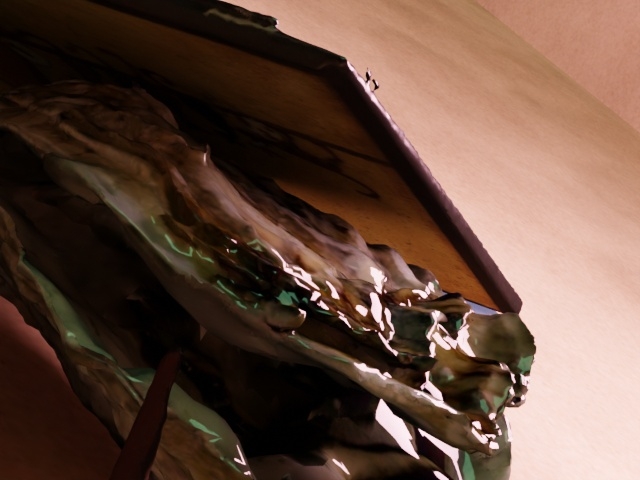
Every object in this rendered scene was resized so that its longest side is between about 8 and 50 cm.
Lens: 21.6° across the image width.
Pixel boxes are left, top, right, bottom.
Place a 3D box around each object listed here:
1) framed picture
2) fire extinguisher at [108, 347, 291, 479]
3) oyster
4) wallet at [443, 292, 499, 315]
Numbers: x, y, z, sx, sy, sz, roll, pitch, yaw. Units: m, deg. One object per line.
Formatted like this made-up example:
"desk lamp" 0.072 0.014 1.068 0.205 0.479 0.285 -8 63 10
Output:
"framed picture" -0.067 -0.048 0.591 0.255 0.014 0.339 20 -6 17
"fire extinguisher" -0.093 0.073 0.301 0.252 0.106 0.075 14 36 -52
"oyster" -0.042 0.024 0.528 0.198 0.112 0.268 31 2 -17
"wallet" -0.001 0.000 0.817 0.202 0.059 0.141 43 11 24
